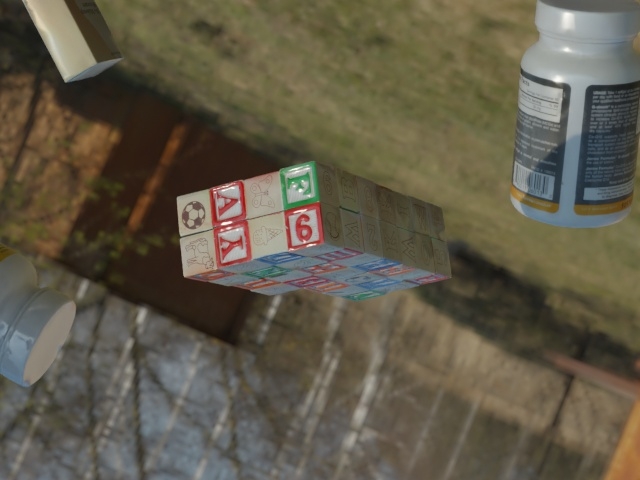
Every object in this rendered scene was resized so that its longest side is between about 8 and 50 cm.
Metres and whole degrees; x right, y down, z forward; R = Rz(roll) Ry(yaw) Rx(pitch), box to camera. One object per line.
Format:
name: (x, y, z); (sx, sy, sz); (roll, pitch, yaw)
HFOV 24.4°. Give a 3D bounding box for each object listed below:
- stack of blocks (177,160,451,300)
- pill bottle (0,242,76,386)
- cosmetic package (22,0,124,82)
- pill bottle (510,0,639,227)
stack of blocks: (0.000, 0.000, 1.607); (0.171, 0.087, 0.297); (-14, 165, 28)
pill bottle: (-0.529, 0.071, 2.119); (0.334, 0.188, 0.188); (27, 176, 8)
cosmetic package: (-0.235, -0.208, 1.375); (0.115, 0.041, 0.060); (62, -158, -3)
pill bottle: (0.332, -0.169, 1.896); (0.162, 0.278, 0.162); (2, -160, -1)
